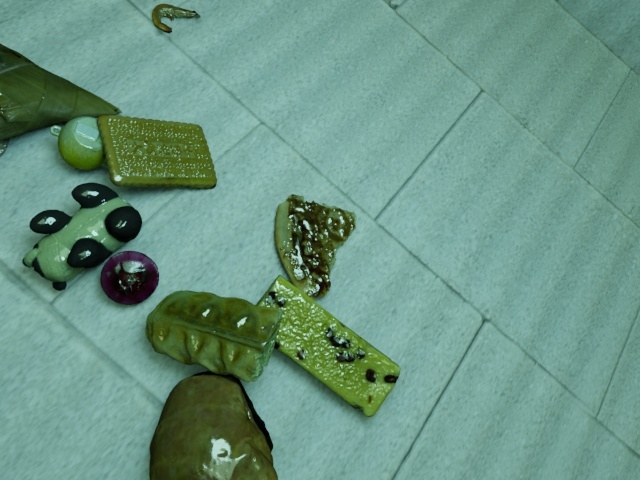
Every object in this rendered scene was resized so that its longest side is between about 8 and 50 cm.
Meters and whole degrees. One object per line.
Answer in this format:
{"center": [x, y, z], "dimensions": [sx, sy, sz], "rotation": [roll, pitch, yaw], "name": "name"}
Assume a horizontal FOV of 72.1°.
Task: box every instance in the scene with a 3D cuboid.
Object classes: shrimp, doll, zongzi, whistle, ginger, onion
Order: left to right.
{"center": [-0.611, -0.261, 0.925], "dimensions": [0.300, 0.145, 0.273], "rotation": [21, 50, -22], "name": "zongzi"}
{"center": [-0.477, -0.008, 0.895], "dimensions": [0.144, 0.135, 0.234], "rotation": [42, 65, 9], "name": "doll"}
{"center": [-0.487, -0.198, 0.991], "dimensions": [0.223, 0.123, 0.122], "rotation": [23, 64, -32], "name": "whistle"}
{"center": [-0.394, 0.079, 0.911], "dimensions": [0.115, 0.104, 0.115], "rotation": [-1, 92, -26], "name": "onion"}
{"center": [-0.390, -0.602, 1.193], "dimensions": [0.127, 0.025, 0.090], "rotation": [-5, 73, -15], "name": "shrimp"}
{"center": [-0.206, 0.388, 0.799], "dimensions": [0.201, 0.223, 0.269], "rotation": [-30, 88, -3], "name": "ginger"}

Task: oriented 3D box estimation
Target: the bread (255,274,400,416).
{"center": [0.010, 0.238, 0.984], "dimensions": [0.362, 0.077, 0.138], "rotation": [37, 81, -2], "name": "bread"}

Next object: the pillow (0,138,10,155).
{"center": [-0.790, -0.233, 0.926], "dimensions": [0.233, 0.038, 0.130], "rotation": [0, 64, -23], "name": "pillow"}

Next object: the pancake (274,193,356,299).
{"center": [0.000, 0.000, 1.103], "dimensions": [0.245, 0.057, 0.265], "rotation": [-21, 83, -32], "name": "pancake"}

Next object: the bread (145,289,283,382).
{"center": [-0.219, 0.183, 0.886], "dimensions": [0.268, 0.129, 0.152], "rotation": [12, 58, 10], "name": "bread"}

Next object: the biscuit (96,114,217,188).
{"center": [-0.361, -0.201, 1.007], "dimensions": [0.255, 0.029, 0.172], "rotation": [-7, 73, -45], "name": "biscuit"}
